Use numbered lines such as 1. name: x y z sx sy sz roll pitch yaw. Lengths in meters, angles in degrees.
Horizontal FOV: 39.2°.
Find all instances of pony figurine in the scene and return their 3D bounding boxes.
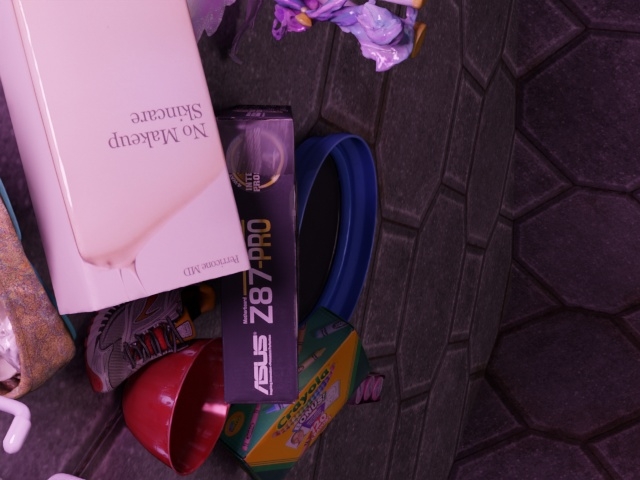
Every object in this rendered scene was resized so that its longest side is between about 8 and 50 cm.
1. pony figurine: -0.034 -0.348 1.078 0.303 0.363 0.351 -41 153 -68

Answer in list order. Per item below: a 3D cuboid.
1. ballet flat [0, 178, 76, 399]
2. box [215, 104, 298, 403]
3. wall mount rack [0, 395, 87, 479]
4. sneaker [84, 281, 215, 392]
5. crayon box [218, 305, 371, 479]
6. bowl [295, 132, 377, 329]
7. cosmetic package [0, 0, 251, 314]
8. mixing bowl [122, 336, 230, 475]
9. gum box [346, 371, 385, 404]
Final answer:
1. ballet flat: -0.313 0.021 0.783 0.349 0.123 0.123 80 29 -45
2. box: -0.074 -0.008 1.143 0.395 0.097 0.318 -102 -167 -79
3. wall mount rack: -0.336 0.320 0.834 0.304 0.130 0.350 -63 153 -30
4. sneaker: -0.208 0.104 1.103 0.225 0.092 0.088 -52 146 -49
5. crayon box: -0.041 0.263 1.494 0.278 0.081 0.165 -48 149 -17
6. bowl: 0.000 0.000 1.605 0.391 0.077 0.391 10 90 -69
7. cosmetic package: -0.187 -0.101 0.819 0.160 0.113 0.310 -16 92 -32
8. mixing bowl: -0.193 0.203 1.171 0.181 0.098 0.182 13 90 -73
9. gum box: 0.056 0.293 1.840 0.188 0.107 0.062 21 80 -69
